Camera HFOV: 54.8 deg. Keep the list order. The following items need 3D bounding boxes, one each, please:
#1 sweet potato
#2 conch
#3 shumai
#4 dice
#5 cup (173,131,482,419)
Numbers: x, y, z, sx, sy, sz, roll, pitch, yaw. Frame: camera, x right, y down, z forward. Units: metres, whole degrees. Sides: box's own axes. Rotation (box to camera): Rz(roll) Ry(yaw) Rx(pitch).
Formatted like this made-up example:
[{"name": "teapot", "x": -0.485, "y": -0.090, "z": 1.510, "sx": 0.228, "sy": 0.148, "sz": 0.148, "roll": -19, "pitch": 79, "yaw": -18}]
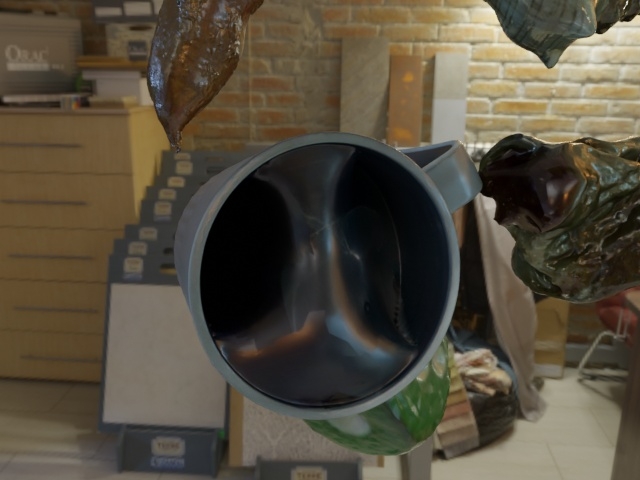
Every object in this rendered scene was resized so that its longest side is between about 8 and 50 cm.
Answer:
[{"name": "sweet potato", "x": -0.071, "y": -0.173, "z": 0.432, "sx": 0.068, "sy": 0.226, "sz": 0.068, "roll": 28, "pitch": 3, "yaw": -2}, {"name": "conch", "x": 0.189, "y": -0.220, "z": 0.492, "sx": 0.234, "sy": 0.137, "sz": 0.114, "roll": 15, "pitch": 24, "yaw": -37}, {"name": "shumai", "x": 0.324, "y": -0.073, "z": 0.716, "sx": 0.272, "sy": 0.204, "sz": 0.222, "roll": -45, "pitch": 35, "yaw": -24}, {"name": "dice", "x": 0.110, "y": 0.287, "z": 1.395, "sx": 0.287, "sy": 0.297, "sz": 0.300, "roll": -13, "pitch": 35, "yaw": 38}, {"name": "cup", "x": -0.019, "y": -0.007, "z": 0.702, "sx": 0.256, "sy": 0.331, "sz": 0.311, "roll": 30, "pitch": -6, "yaw": -17}]
